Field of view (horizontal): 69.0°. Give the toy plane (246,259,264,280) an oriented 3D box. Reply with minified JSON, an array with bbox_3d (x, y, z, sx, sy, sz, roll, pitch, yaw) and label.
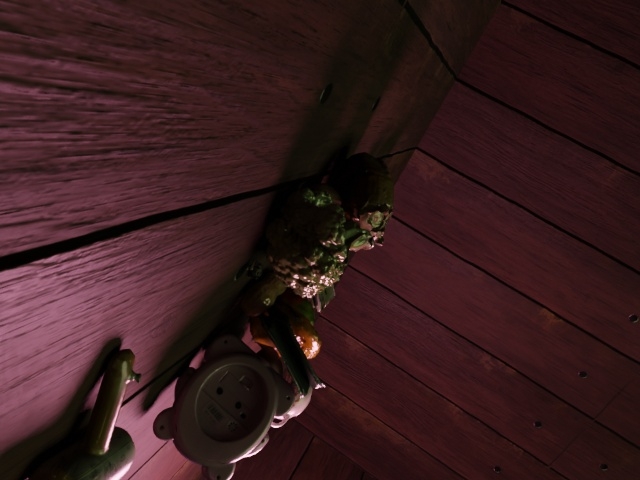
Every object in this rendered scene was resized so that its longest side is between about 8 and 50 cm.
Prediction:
[{"bbox_3d":[-0.178,0.081,1.275,0.049,0.031,0.120,-62,173,-6],"label":"toy plane"}]

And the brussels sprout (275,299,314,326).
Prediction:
[{"bbox_3d":[-0.124,0.317,1.776,0.244,0.244,0.244,-55,170,-15],"label":"brussels sprout"}]

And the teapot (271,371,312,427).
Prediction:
[{"bbox_3d":[-0.097,0.494,1.455,0.159,0.116,0.245,-33,-177,24],"label":"teapot"}]

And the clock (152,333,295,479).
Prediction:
[{"bbox_3d":[-0.257,0.447,1.252,0.322,0.295,0.113,-49,-176,-32],"label":"clock"}]

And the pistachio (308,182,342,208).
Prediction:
[{"bbox_3d":[-0.002,-0.112,1.350,0.185,0.126,0.108,59,22,-76],"label":"pistachio"}]

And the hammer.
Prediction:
[{"bbox_3d":[-0.396,0.334,0.846,0.202,0.113,0.305,-16,129,-80],"label":"hammer"}]

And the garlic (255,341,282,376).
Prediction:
[{"bbox_3d":[-0.258,0.454,1.510,0.286,0.250,0.313,-62,160,16],"label":"garlic"}]

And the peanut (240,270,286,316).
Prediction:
[{"bbox_3d":[-0.163,0.152,1.404,0.104,0.085,0.228,-41,-179,30],"label":"peanut"}]

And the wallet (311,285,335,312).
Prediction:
[{"bbox_3d":[-0.007,0.161,1.901,0.309,0.077,0.223,-20,104,-80],"label":"wallet"}]

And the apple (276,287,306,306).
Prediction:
[{"bbox_3d":[-0.089,0.145,1.583,0.156,0.147,0.158,-79,-169,-51],"label":"apple"}]

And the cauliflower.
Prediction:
[{"bbox_3d":[-0.017,-0.008,1.225,0.327,0.260,0.281,-18,-160,46],"label":"cauliflower"}]

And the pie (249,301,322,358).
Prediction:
[{"bbox_3d":[-0.119,0.316,1.583,0.069,0.274,0.273,-48,166,-49],"label":"pie"}]

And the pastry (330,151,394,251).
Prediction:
[{"bbox_3d":[0.105,-0.116,1.462,0.330,0.137,0.329,-42,-140,50],"label":"pastry"}]

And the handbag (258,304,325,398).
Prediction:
[{"bbox_3d":[-0.100,0.314,1.379,0.079,0.247,0.260,-28,-168,-12],"label":"handbag"}]
